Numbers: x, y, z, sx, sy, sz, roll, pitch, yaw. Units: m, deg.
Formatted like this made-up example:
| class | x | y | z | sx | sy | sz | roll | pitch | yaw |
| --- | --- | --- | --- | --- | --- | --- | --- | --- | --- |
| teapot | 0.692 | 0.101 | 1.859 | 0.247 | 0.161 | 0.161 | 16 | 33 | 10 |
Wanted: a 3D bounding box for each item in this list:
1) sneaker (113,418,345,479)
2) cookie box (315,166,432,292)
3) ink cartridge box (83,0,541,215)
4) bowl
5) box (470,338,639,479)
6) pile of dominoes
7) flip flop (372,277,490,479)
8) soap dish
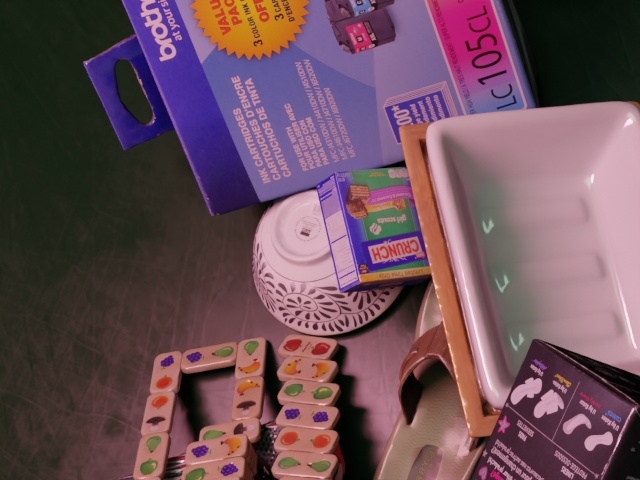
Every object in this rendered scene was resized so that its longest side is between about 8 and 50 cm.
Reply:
| class | x | y | z | sx | sy | sz | roll | pitch | yaw |
| --- | --- | --- | --- | --- | --- | --- | --- | --- | --- |
| sneaker | -0.116 | 0.251 | 1.376 | 0.299 | 0.112 | 0.121 | -27 | 64 | 8 |
| cookie box | 0.054 | -0.011 | 1.377 | 0.040 | 0.091 | 0.107 | -31 | 68 | 57 |
| ink cartridge box | -0.018 | -0.197 | 1.402 | 0.395 | 0.270 | 0.151 | -16 | 23 | 15 |
| bowl | 0.000 | 0.000 | 1.433 | 0.170 | 0.080 | 0.170 | -7 | 67 | 17 |
| box | 0.268 | 0.195 | 1.140 | 0.142 | 0.247 | 0.163 | -67 | 24 | 6 |
| pile of dominoes | -0.079 | 0.161 | 1.361 | 0.195 | 0.040 | 0.251 | -12 | 35 | 10 |
| flip flop | 0.110 | 0.141 | 1.348 | 0.112 | 0.080 | 0.277 | 16 | 77 | 24 |
| soap dish | 0.202 | 0.027 | 1.298 | 0.228 | 0.118 | 0.291 | -7 | 68 | -11 |
